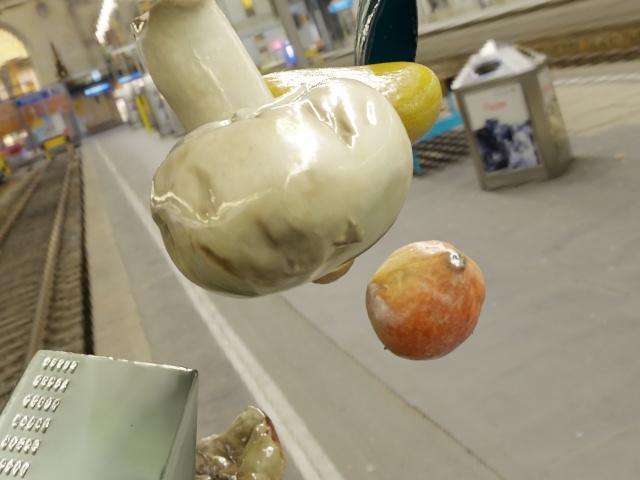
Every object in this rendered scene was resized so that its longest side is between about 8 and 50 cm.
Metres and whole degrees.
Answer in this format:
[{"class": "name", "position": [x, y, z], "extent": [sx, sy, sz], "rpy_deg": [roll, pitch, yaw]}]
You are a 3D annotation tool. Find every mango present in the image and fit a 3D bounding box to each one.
[{"class": "mango", "position": [0.011, -0.156, 1.289], "extent": [0.332, 0.142, 0.195], "rpy_deg": [-12, 33, -7]}]

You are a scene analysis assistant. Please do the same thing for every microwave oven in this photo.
[{"class": "microwave oven", "position": [-0.270, 0.341, 1.110], "extent": [0.219, 0.355, 0.286], "rpy_deg": [7, 34, 1]}]

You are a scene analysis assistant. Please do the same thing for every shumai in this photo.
[{"class": "shumai", "position": [-0.143, 0.451, 1.648], "extent": [0.346, 0.217, 0.283], "rpy_deg": [2, 44, 45]}]

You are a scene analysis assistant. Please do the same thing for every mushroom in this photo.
[{"class": "mushroom", "position": [-0.068, -0.109, 1.046], "extent": [0.314, 0.336, 0.314], "rpy_deg": [-27, 7, 4]}]

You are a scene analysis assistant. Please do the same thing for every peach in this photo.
[{"class": "peach", "position": [0.187, 0.092, 1.708], "extent": [0.233, 0.232, 0.232], "rpy_deg": [-19, 11, 4]}]

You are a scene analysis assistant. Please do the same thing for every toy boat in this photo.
[{"class": "toy boat", "position": [0.104, -0.315, 1.475], "extent": [0.096, 0.299, 0.061], "rpy_deg": [-4, 50, -6]}]

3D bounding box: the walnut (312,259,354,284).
[{"class": "walnut", "position": [0.000, 0.000, 1.340], "extent": [0.105, 0.105, 0.124], "rpy_deg": [-15, 44, 20]}]
